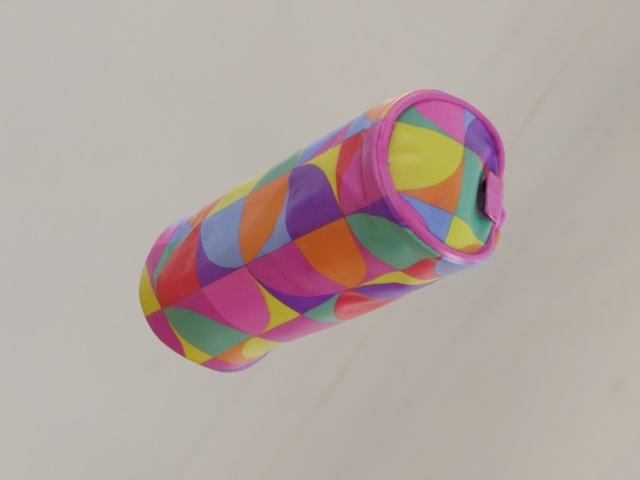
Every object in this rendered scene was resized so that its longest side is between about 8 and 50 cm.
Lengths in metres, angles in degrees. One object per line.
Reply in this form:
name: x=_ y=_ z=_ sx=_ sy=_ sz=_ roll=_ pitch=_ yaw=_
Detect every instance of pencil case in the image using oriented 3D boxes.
pencil case: x=0.000 y=0.000 z=1.061 sx=0.104 sy=0.104 sz=0.236 roll=35 pitch=-35 yaw=-22
